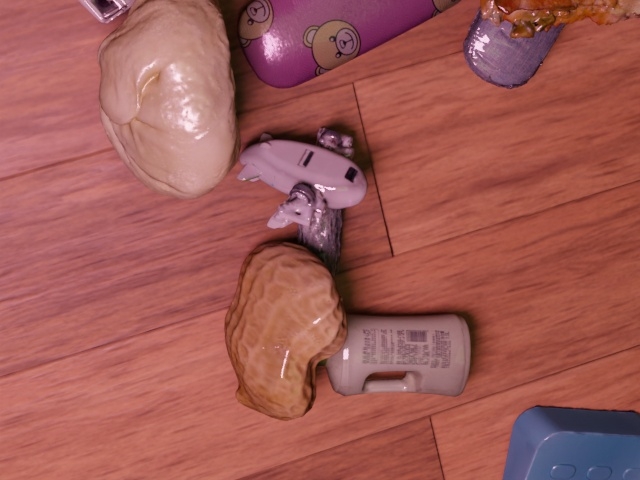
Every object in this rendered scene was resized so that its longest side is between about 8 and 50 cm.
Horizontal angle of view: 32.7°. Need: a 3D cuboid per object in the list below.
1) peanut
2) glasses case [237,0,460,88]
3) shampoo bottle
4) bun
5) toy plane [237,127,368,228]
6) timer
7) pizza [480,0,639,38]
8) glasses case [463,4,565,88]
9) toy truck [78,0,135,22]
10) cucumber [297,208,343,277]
[{"bbox_3d":[-0.052,0.121,1.407,0.110,0.197,0.233,12,106,-41],"label":"peanut"},{"bbox_3d":[0.046,-0.302,1.381,0.316,0.076,0.123,-28,107,-6],"label":"glasses case"},{"bbox_3d":[0.082,0.156,1.495,0.234,0.087,0.118,2,102,-14],"label":"shampoo bottle"},{"bbox_3d":[-0.178,-0.167,1.268,0.160,0.259,0.259,-10,105,-9],"label":"bun"},{"bbox_3d":[-0.023,-0.083,1.387,0.174,0.174,0.080,-14,142,-10],"label":"toy plane"},{"bbox_3d":[0.389,0.382,1.627,0.232,0.091,0.250,4,106,-15],"label":"timer"},{"bbox_3d":[0.301,-0.331,1.377,0.226,0.069,0.147,-9,82,-13],"label":"pizza"},{"bbox_3d":[0.287,-0.335,1.438,0.109,0.067,0.282,28,94,-14],"label":"glasses case"},{"bbox_3d":[-0.298,-0.367,1.271,0.125,0.101,0.242,-41,106,3],"label":"toy truck"},{"bbox_3d":[0.000,-0.002,1.450,0.064,0.064,0.112,-3,104,-13],"label":"cucumber"}]
